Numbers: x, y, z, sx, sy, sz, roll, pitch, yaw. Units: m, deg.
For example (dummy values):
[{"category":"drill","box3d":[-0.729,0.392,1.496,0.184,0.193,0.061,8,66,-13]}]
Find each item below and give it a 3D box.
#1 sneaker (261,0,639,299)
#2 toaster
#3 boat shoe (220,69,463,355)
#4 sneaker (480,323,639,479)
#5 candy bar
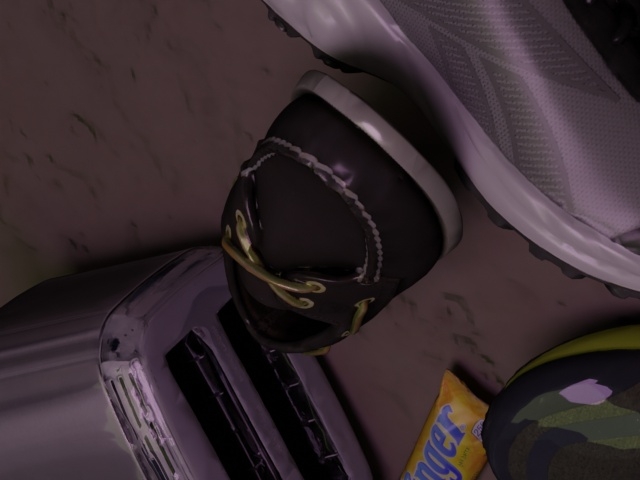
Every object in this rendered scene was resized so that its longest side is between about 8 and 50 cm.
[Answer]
[{"category":"sneaker","box3d":[0.082,-0.076,0.677,0.271,0.100,0.108,39,133,9]},{"category":"toaster","box3d":[-0.078,0.094,0.917,0.146,0.129,0.227,-16,106,41]},{"category":"boat shoe","box3d":[0.000,0.000,0.742,0.081,0.069,0.228,45,171,8]},{"category":"sneaker","box3d":[0.188,0.127,0.725,0.300,0.121,0.111,22,132,26]},{"category":"candy bar","box3d":[0.051,0.119,0.909,0.040,0.018,0.161,36,136,13]}]
